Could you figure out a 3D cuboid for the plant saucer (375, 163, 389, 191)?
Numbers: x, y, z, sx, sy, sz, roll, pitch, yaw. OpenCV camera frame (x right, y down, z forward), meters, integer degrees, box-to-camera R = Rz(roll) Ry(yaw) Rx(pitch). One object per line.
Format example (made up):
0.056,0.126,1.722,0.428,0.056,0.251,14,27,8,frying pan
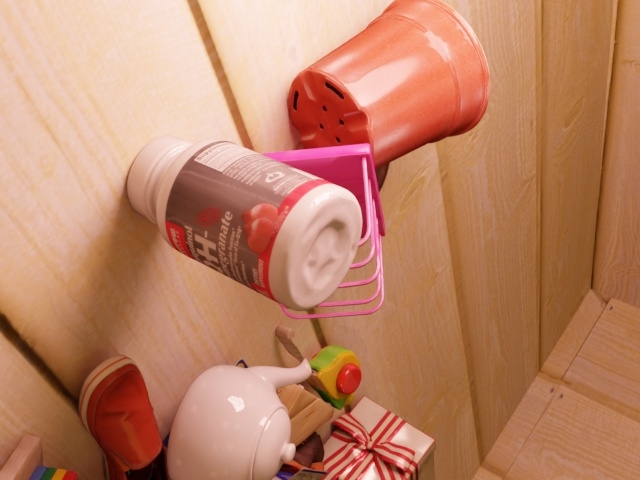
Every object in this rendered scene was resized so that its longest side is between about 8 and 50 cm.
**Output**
0.072,-0.138,1.687,0.198,0.036,0.199,-37,140,-40,plant saucer

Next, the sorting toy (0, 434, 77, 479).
-0.419,0.458,1.175,0.255,0.089,0.257,-73,172,-62,sorting toy

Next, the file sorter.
0.000,0.000,1.398,0.291,0.202,0.182,71,16,-62,file sorter

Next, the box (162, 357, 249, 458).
-0.205,0.333,1.590,0.225,0.036,0.136,-53,148,-21,box

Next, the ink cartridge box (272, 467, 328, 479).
-0.144,0.555,1.707,0.332,0.065,0.165,-42,154,1,ink cartridge box

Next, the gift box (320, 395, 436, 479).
0.135,0.585,2.099,0.276,0.255,0.258,-50,149,-31,gift box

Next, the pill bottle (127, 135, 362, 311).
-0.116,-0.040,1.177,0.176,0.318,0.176,-36,139,-40,pill bottle

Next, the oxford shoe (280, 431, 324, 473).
-0.054,0.470,1.880,0.271,0.096,0.098,50,45,-71,oxford shoe

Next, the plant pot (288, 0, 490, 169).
0.105,-0.251,1.457,0.265,0.272,0.272,-34,138,-31,plant pot

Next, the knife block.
-0.104,0.407,1.754,0.242,0.088,0.276,-59,150,-9,knife block

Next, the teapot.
-0.134,0.349,1.446,0.252,0.187,0.256,-39,140,-60,teapot

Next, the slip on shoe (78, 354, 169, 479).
-0.305,0.316,1.357,0.123,0.101,0.331,-36,138,-38,slip on shoe

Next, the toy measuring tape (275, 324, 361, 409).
0.009,0.250,1.813,0.121,0.121,0.330,-52,136,-21,toy measuring tape
